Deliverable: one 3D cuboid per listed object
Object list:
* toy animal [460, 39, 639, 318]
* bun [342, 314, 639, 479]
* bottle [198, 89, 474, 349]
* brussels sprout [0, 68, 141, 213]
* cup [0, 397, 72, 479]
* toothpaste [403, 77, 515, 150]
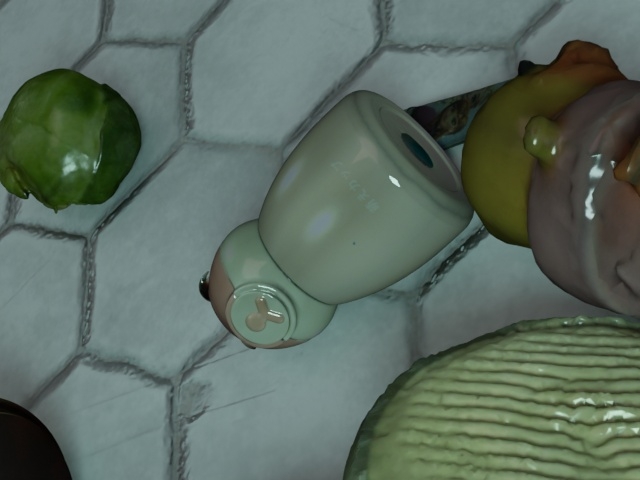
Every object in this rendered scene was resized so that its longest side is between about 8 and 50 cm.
[{"bbox_3d":[0.199,-0.048,0.930,0.169,0.195,0.281,-64,27,13],"label":"toy animal"},{"bbox_3d":[0.163,0.169,0.800,0.287,0.146,0.287,-7,33,5],"label":"bun"},{"bbox_3d":[0.000,0.000,1.083,0.236,0.147,0.147,-43,44,19],"label":"bottle"},{"bbox_3d":[-0.273,-0.111,1.386,0.183,0.131,0.145,29,105,46],"label":"brussels sprout"},{"bbox_3d":[-0.370,0.245,1.193,0.279,0.196,0.196,-10,57,44],"label":"cup"},{"bbox_3d":[0.147,-0.112,1.110,0.216,0.037,0.062,-15,55,37],"label":"toothpaste"}]
